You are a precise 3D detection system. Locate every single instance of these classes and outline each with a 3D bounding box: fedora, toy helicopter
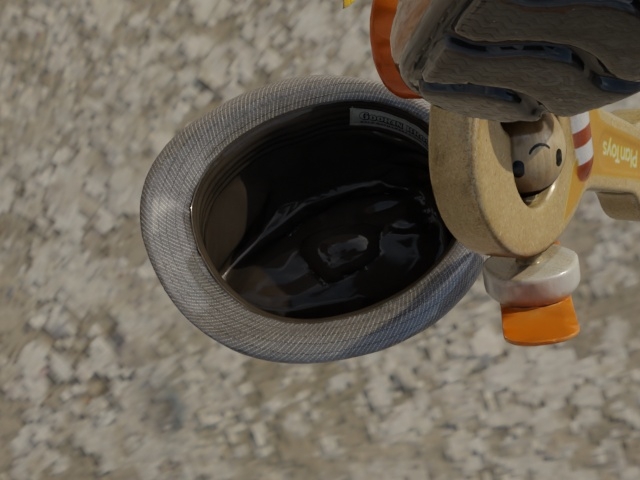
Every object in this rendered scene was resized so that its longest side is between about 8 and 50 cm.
[{"bbox_3d":[0.000,0.000,1.531,0.275,0.124,0.244,-28,66,-15],"label":"fedora"},{"bbox_3d":[0.163,-0.046,1.290,0.140,0.355,0.235,-1,86,29],"label":"toy helicopter"}]

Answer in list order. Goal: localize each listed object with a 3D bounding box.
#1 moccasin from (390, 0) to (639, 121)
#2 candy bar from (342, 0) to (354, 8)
[{"bbox_3d":[0.134,-0.191,0.699,0.139,0.380,0.147,6,47,-23],"label":"moccasin"},{"bbox_3d":[0.014,-0.263,1.529,0.040,0.018,0.161,-30,115,-34],"label":"candy bar"}]
